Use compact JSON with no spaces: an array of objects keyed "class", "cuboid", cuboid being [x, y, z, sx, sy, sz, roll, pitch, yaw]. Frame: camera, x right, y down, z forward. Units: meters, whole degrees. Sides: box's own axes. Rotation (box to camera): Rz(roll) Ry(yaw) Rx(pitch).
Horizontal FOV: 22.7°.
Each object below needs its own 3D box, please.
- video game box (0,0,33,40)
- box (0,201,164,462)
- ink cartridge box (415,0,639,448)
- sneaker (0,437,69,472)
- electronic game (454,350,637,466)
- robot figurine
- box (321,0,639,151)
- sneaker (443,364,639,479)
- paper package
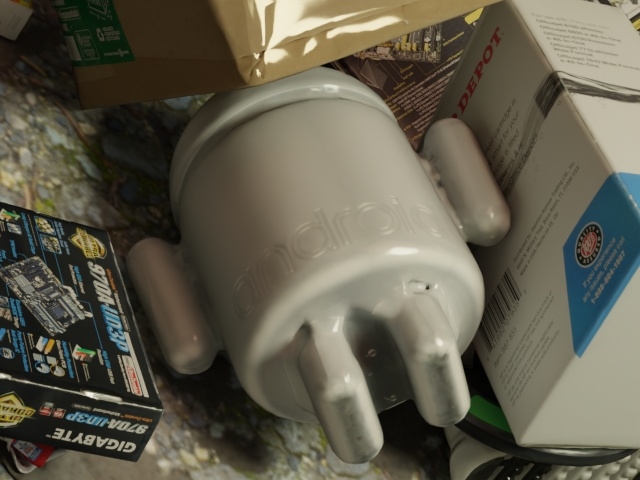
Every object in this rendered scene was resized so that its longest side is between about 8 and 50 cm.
[{"class":"video game box","cuboid":[-0.334,-0.285,1.366,0.187,0.048,0.205,17,46,-26]},{"class":"box","cuboid":[-0.217,0.050,1.116,0.175,0.051,0.220,16,28,-30]},{"class":"ink cartridge box","cuboid":[0.201,-0.020,1.277,0.129,0.223,0.307,5,41,-25]},{"class":"sneaker","cuboid":[-0.224,0.124,1.102,0.118,0.042,0.067,8,48,-38]},{"class":"electronic game","cuboid":[0.173,0.106,1.336,0.229,0.048,0.229,13,33,-9]},{"class":"robot figurine","cuboid":[0.000,0.000,1.254,0.300,0.200,0.353,-21,50,-7]},{"class":"box","cuboid":[0.174,-0.180,1.594,0.395,0.097,0.318,-35,83,-34]},{"class":"sneaker","cuboid":[0.226,0.168,1.407,0.292,0.110,0.118,10,41,-35]},{"class":"paper package","cuboid":[-0.034,-0.230,1.272,0.309,0.325,0.168,-23,103,-27]}]
